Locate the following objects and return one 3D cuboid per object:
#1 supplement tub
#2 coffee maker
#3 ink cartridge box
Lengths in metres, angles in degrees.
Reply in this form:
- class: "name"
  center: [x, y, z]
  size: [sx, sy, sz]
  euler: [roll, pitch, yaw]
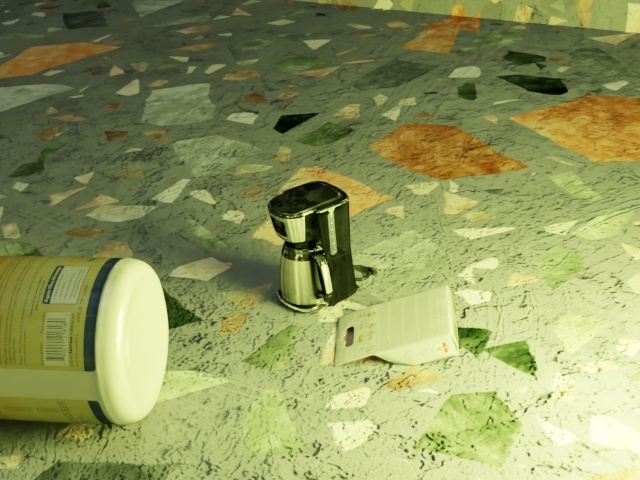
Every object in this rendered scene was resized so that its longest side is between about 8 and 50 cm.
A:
- class: "supplement tub"
  center: [-0.389, 0.134, 1.699]
  size: [0.316, 0.228, 0.228]
  euler: [1, 27, 11]
- class: "coffee maker"
  center: [0.000, 0.000, 1.957]
  size: [0.120, 0.178, 0.171]
  euler: [14, 32, 31]
- class: "ink cartridge box"
  center: [0.114, 0.140, 1.836]
  size: [0.179, 0.045, 0.145]
  euler: [-19, 25, 13]
